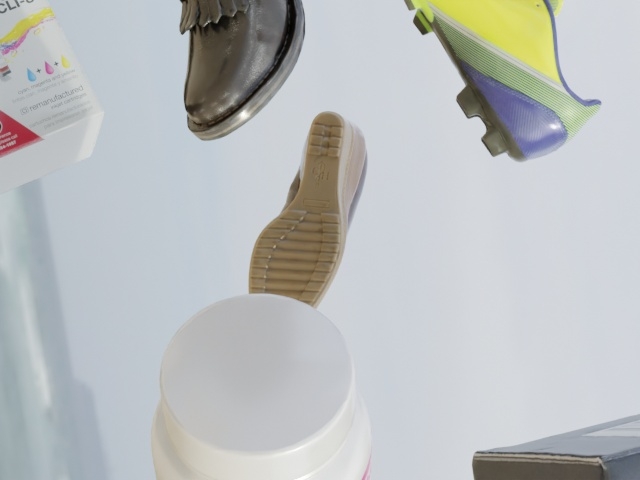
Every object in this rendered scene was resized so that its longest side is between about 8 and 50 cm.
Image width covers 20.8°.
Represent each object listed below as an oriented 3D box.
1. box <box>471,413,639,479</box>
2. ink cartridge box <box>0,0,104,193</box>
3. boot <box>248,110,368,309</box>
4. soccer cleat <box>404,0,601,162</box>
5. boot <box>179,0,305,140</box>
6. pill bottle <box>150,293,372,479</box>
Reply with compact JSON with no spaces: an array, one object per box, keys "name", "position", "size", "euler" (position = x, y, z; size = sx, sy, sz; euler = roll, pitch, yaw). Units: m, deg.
[{"name":"box","position":[0.336,0.343,1.489],"size":[0.212,0.293,0.396],"euler":[-14,-94,64]},{"name":"ink cartridge box","position":[-0.291,-0.146,1.551],"size":[0.176,0.128,0.127],"euler":[62,-18,9]},{"name":"boot","position":[0.000,0.000,1.830],"size":[0.207,0.090,0.248],"euler":[65,40,-72]},{"name":"soccer cleat","position":[0.137,-0.206,1.482],"size":[0.289,0.121,0.093],"euler":[61,4,-3]},{"name":"boot","position":[-0.109,-0.217,1.108],"size":[0.229,0.091,0.263],"euler":[33,55,-40]},{"name":"pill bottle","position":[-0.042,0.174,1.296],"size":[0.283,0.160,0.160],"euler":[89,-12,-53]}]
